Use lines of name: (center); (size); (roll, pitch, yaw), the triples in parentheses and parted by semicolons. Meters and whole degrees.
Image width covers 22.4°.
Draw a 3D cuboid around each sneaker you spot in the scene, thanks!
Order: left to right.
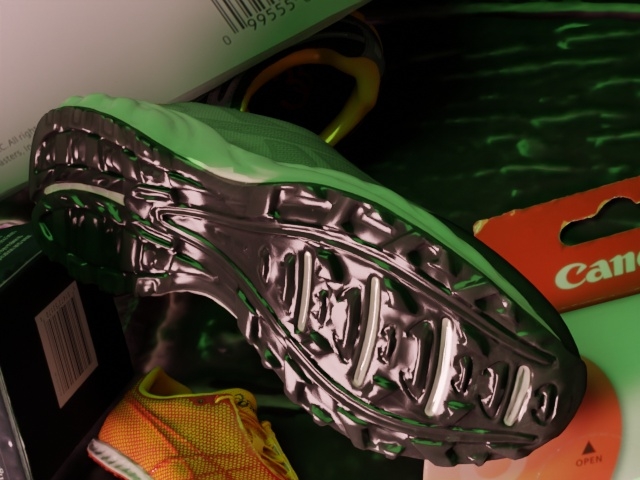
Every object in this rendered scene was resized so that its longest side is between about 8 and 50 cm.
sneaker: (-0.055, -0.042, 0.813); (0.215, 0.084, 0.083); (-41, 19, 2)
sneaker: (-0.042, 0.099, 0.711); (0.175, 0.064, 0.067); (26, 77, 47)
sneaker: (0.000, 0.000, 0.672); (0.271, 0.108, 0.100); (28, 120, 33)

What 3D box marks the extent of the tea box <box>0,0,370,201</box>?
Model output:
tea box: (-0.134, -0.209, 0.870); (0.329, 0.220, 0.323); (-25, 26, 20)

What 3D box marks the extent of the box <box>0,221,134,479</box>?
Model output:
box: (-0.188, 0.060, 0.746); (0.158, 0.093, 0.156); (-10, 13, 12)

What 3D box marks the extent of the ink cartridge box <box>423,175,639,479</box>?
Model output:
ink cartridge box: (0.117, 0.035, 0.658); (0.145, 0.045, 0.179); (-17, 49, 27)
